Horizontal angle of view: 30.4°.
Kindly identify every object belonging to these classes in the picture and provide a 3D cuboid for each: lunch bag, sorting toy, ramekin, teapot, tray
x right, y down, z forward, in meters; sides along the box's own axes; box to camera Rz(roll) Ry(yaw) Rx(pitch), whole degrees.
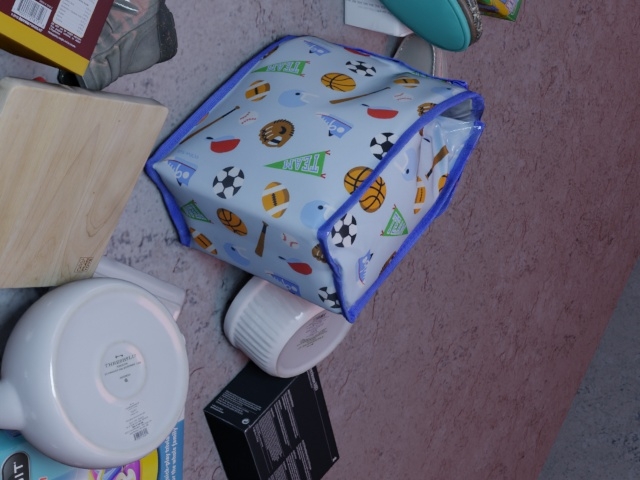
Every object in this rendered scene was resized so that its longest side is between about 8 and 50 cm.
[{"bbox_3d":[0.010,-0.119,1.682,0.385,0.327,0.239,-52,149,-27],"label":"lunch bag"},{"bbox_3d":[-0.338,-0.075,1.381,0.255,0.089,0.257,0,122,-58],"label":"sorting toy"},{"bbox_3d":[-0.041,0.123,1.868,0.207,0.109,0.207,-32,151,-20],"label":"ramekin"},{"bbox_3d":[-0.300,0.167,1.476,0.256,0.187,0.253,38,56,-35],"label":"teapot"},{"bbox_3d":[-0.284,0.108,1.646,0.270,0.030,0.145,30,82,-56],"label":"tray"}]

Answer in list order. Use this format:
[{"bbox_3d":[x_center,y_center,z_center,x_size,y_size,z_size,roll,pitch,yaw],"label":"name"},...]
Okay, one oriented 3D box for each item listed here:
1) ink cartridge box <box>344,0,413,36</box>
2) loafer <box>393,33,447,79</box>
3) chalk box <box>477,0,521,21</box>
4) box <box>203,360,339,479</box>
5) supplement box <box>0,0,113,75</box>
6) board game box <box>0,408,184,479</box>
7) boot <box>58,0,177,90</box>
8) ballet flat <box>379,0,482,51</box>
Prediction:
[{"bbox_3d":[0.137,-0.484,1.871,0.198,0.114,0.273,-29,129,-44],"label":"ink cartridge box"},{"bbox_3d":[0.140,-0.207,2.021,0.111,0.112,0.320,-17,121,-61],"label":"loafer"},{"bbox_3d":[0.286,-0.473,2.076,0.213,0.132,0.132,15,94,-56],"label":"chalk box"},{"bbox_3d":[-0.077,0.330,1.994,0.184,0.103,0.261,-42,137,-32],"label":"box"},{"bbox_3d":[-0.326,-0.313,1.277,0.191,0.129,0.194,26,85,-56],"label":"supplement box"},{"bbox_3d":[-0.338,0.334,1.613,0.336,0.079,0.254,-20,122,-44],"label":"board game box"},{"bbox_3d":[-0.263,-0.296,1.428,0.161,0.083,0.247,-34,131,-35],"label":"boot"},{"bbox_3d":[0.079,-0.457,1.665,0.482,0.164,0.182,28,74,-33],"label":"ballet flat"}]
